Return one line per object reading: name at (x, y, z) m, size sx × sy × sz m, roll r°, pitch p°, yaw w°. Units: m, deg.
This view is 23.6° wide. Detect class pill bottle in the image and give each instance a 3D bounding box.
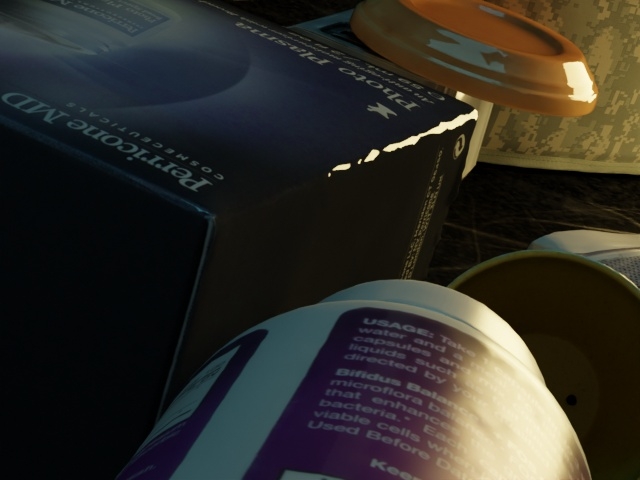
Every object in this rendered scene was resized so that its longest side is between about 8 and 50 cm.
pill bottle at (0.006, 0.119, 0.509) m, size 0.169 × 0.169 × 0.301 m, roll 20°, pitch 21°, yaw 6°

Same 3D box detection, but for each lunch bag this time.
lunch bag at (0.230, -0.191, 1.390) m, size 0.287 × 0.235 × 0.169 m, roll 7°, pitch 23°, yaw -26°

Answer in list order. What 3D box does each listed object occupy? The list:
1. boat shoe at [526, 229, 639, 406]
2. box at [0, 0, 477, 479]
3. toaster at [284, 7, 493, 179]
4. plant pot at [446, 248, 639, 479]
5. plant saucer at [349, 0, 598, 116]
boat shoe at (0.270, 0.067, 0.954) m, size 0.340 × 0.127 × 0.158 m, roll -8°, pitch 38°, yaw -35°
box at (-0.121, -0.022, 0.755) m, size 0.296 × 0.183 × 0.294 m, roll 24°, pitch 23°, yaw 19°
toaster at (0.049, -0.106, 1.208) m, size 0.185 × 0.110 × 0.168 m, roll 24°, pitch 22°, yaw 16°
plant pot at (0.113, 0.077, 0.791) m, size 0.134 × 0.134 × 0.095 m, roll 21°, pitch -5°, yaw 9°
plant saucer at (0.122, -0.151, 1.170) m, size 0.200 × 0.037 × 0.200 m, roll 17°, pitch 21°, yaw -7°
